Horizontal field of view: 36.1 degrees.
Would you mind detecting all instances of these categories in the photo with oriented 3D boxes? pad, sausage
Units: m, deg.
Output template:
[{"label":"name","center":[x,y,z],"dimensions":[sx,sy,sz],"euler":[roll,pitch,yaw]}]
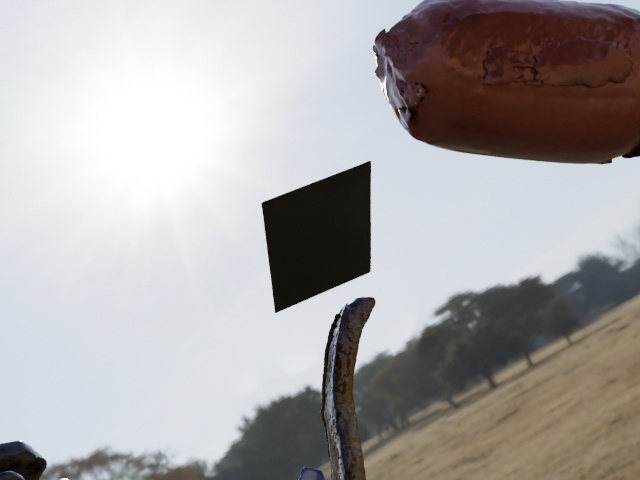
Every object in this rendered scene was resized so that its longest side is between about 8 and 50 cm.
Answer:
[{"label":"pad","center":[0.000,0.000,1.085],"dimensions":[0.127,0.004,0.190],"euler":[-22,-39,-15]},{"label":"sausage","center":[0.092,-0.071,0.437],"dimensions":[0.141,0.076,0.076],"euler":[6,-19,-10]}]

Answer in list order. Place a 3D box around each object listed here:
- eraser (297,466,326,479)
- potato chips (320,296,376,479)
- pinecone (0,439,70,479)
[{"label":"eraser","center":[-0.010,0.285,1.038],"dimensions":[0.027,0.063,0.084],"euler":[8,-33,16]},{"label":"potato chips","center":[0.021,0.127,0.642],"dimensions":[0.037,0.204,0.026],"euler":[8,-35,-13]},{"label":"pinecone","center":[-0.366,0.376,0.959],"dimensions":[0.398,0.397,0.398],"euler":[-28,-10,-6]}]
